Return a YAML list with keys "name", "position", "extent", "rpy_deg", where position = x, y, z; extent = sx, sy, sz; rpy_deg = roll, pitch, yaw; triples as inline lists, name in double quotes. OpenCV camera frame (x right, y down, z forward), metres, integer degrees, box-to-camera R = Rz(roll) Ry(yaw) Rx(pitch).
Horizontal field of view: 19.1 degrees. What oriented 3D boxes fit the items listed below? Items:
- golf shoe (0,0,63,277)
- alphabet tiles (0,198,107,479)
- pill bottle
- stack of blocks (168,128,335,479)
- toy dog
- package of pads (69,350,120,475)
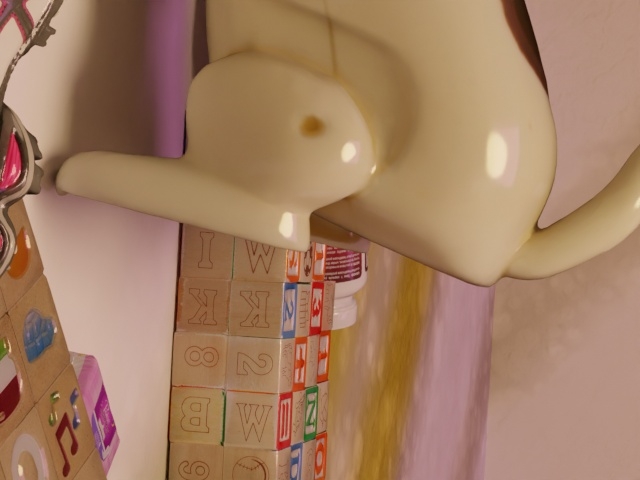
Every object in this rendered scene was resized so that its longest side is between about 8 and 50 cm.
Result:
- name: "golf shoe"
  position: [-0.185, -0.111, 0.886]
  extent: [0.120, 0.105, 0.273]
  rpy_deg: [29, 59, -59]
- name: "alphabet tiles"
  position: [-0.184, 0.124, 0.992]
  extent: [0.285, 0.011, 0.342]
  rpy_deg: [-58, 137, -63]
- name: "pill bottle"
  position: [0.000, 0.000, 1.712]
  extent: [0.086, 0.086, 0.152]
  rpy_deg: [-47, 138, -70]
- name: "stack of blocks"
  position: [-0.049, 0.051, 1.514]
  extent: [0.171, 0.087, 0.297]
  rpy_deg: [1, 92, -77]
- name: "toy dog"
  position: [0.041, -0.191, 1.230]
  extent: [0.284, 0.395, 0.408]
  rpy_deg: [7, 95, -68]
- name: "package of pads"
  position: [-0.153, 0.115, 1.209]
  extent: [0.050, 0.032, 0.083]
  rpy_deg: [-72, 160, -44]
